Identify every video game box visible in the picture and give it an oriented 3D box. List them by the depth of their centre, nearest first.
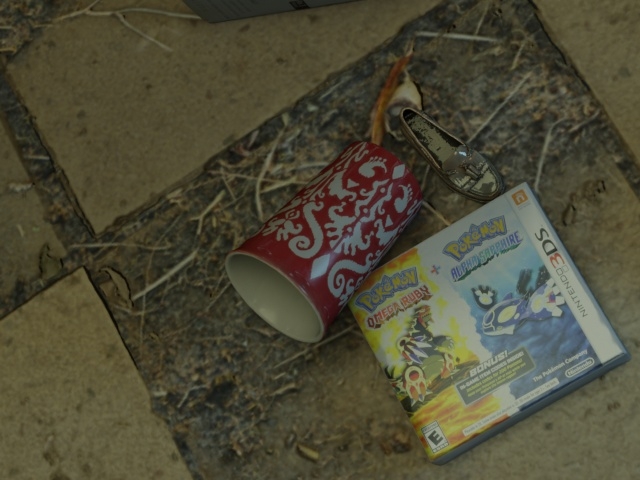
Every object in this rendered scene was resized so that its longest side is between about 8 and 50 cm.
[{"bbox_3d":[0.149,0.076,1.377,0.205,0.048,0.187,-31,69,9],"label":"video game box"}]

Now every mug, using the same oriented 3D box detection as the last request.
[{"bbox_3d":[-0.003,-0.007,1.390,0.150,0.113,0.169,11,51,49],"label":"mug"}]

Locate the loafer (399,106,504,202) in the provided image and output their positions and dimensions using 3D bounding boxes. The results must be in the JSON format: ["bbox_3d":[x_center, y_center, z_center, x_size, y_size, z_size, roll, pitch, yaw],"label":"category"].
[{"bbox_3d":[0.120,-0.082,1.421,0.125,0.039,0.045,42,92,20],"label":"loafer"}]

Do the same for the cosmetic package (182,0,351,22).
[{"bbox_3d":[-0.024,-0.282,1.467,0.231,0.117,0.085,-5,78,17],"label":"cosmetic package"}]
